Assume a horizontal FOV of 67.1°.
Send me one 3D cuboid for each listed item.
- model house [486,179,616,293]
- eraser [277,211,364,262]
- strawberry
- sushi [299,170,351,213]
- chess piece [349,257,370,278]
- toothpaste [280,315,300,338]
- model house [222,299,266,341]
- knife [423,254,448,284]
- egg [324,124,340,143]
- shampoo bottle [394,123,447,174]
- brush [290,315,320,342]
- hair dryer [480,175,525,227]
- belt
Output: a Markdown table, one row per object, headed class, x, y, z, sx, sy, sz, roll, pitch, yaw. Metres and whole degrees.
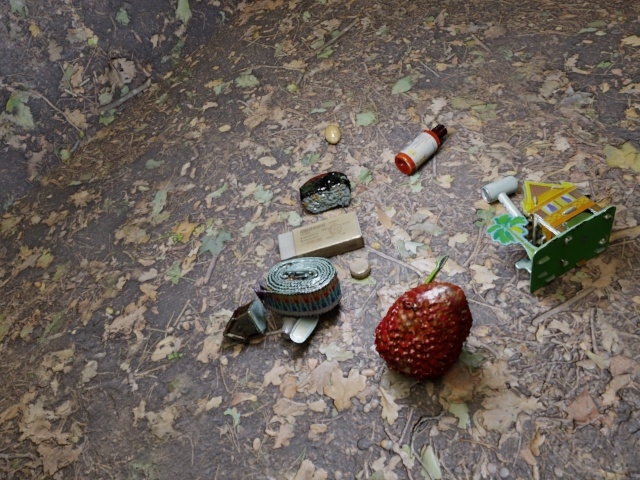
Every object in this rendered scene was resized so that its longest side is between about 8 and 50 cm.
| class | x | y | z | sx | sy | sz | roll | pitch | yaw |
| --- | --- | --- | --- | --- | --- | --- | --- | --- | --- |
| model house | 0.767 | -0.038 | 1.694 | 0.357 | 0.243 | 0.313 | -30 | 43 | -5 |
| eraser | 0.000 | 0.000 | 1.978 | 0.343 | 0.078 | 0.144 | -16 | 50 | 6 |
| strawberry | 0.312 | 0.265 | 1.512 | 0.291 | 0.344 | 0.292 | 0 | 40 | 0 |
| sushi | 0.020 | -0.210 | 2.097 | 0.225 | 0.136 | 0.126 | -11 | 43 | 15 |
| chess piece | 0.153 | 0.107 | 1.874 | 0.083 | 0.038 | 0.084 | -10 | 52 | 13 |
| toothpaste | -0.087 | 0.247 | 1.832 | 0.099 | 0.068 | 0.283 | 21 | 51 | -2 |
| model house | -0.292 | 0.308 | 1.830 | 0.152 | 0.106 | 0.165 | -27 | 14 | 11 |
| knife | 0.425 | 0.113 | 1.797 | 0.026 | 0.022 | 0.184 | 37 | 67 | 8 |
| egg | 0.059 | -0.513 | 2.353 | 0.080 | 0.080 | 0.097 | -7 | 61 | 12 |
| shampoo bottle | 0.455 | -0.415 | 2.139 | 0.278 | 0.104 | 0.104 | -43 | 53 | -16 |
| brush | -0.024 | 0.277 | 1.794 | 0.068 | 0.060 | 0.297 | 27 | 51 | 14 |
| hair dryer | 0.740 | -0.143 | 1.869 | 0.131 | 0.073 | 0.237 | -22 | 53 | -2 |
| belt | -0.075 | 0.158 | 1.767 | 0.294 | 0.161 | 0.207 | 0 | 38 | 19 |
